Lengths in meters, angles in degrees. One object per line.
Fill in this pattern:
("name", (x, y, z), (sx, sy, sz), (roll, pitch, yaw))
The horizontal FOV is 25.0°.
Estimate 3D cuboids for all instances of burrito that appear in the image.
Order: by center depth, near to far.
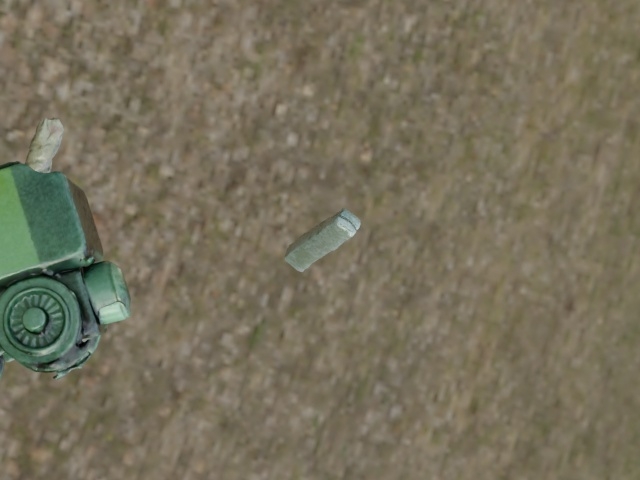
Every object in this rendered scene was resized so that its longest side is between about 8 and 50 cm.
("burrito", (-0.391, -0.079, 1.977), (0.045, 0.041, 0.185), (7, 103, -59))

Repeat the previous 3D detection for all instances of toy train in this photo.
("toy train", (-0.361, 0.051, 1.551), (0.167, 0.299, 0.238), (92, -20, -83))

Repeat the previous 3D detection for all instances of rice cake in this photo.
("rice cake", (0.001, 0.001, 1.664), (0.029, 0.033, 0.171), (-60, -169, -26))
